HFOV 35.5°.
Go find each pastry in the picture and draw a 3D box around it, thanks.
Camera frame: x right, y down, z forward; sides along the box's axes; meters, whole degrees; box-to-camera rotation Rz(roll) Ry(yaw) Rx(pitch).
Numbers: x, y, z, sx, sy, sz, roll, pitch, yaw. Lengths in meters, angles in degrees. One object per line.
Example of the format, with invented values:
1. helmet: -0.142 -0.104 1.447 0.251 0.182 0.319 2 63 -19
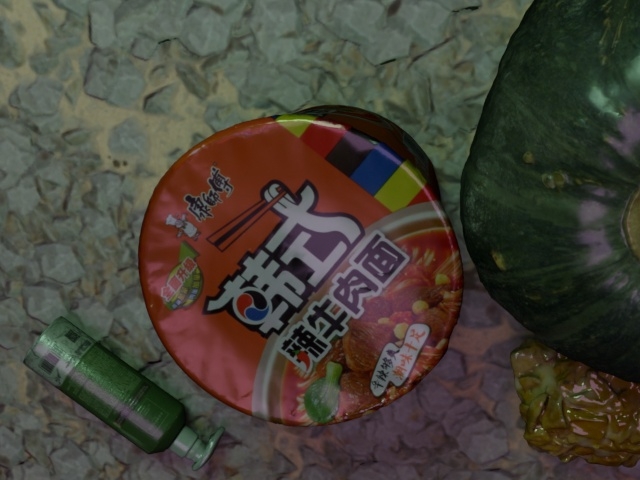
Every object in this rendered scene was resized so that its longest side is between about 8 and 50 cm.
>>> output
1. pastry: 0.292 0.131 0.846 0.250 0.102 0.154 -4 136 19

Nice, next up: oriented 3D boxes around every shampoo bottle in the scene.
1. shampoo bottle: -0.192 0.156 0.990 0.204 0.065 0.065 36 111 -2

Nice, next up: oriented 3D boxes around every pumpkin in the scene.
1. pumpkin: 0.258 -0.068 0.722 0.291 0.257 0.328 25 111 -12

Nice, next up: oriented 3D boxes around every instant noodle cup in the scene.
1. instant noodle cup: 0.000 0.000 0.830 0.250 0.192 0.250 4 109 10
